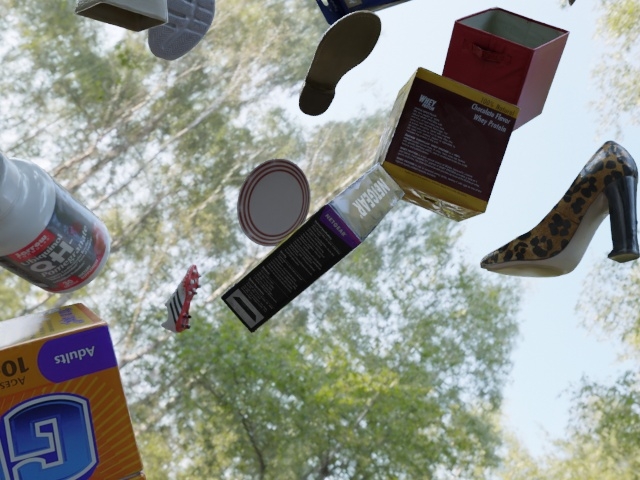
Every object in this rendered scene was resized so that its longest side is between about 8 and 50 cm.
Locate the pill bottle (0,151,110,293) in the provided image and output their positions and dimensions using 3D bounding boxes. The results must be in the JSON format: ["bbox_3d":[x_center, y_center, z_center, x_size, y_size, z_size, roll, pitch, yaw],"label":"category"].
[{"bbox_3d":[-0.514,-0.035,1.181,0.176,0.176,0.318,32,-13,21],"label":"pill bottle"}]

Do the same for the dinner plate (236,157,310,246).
[{"bbox_3d":[-0.072,-0.059,1.070,0.141,0.017,0.141,-5,-99,30],"label":"dinner plate"}]

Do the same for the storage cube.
[{"bbox_3d":[0.379,-0.362,1.438,0.183,0.215,0.193,31,-48,27],"label":"storage cube"}]

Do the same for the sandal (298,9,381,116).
[{"bbox_3d":[0.024,-0.329,1.194,0.088,0.079,0.240,17,-41,-20],"label":"sandal"}]

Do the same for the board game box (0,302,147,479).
[{"bbox_3d":[-0.425,0.302,0.857,0.356,0.356,0.356,-3,-80,66],"label":"board game box"}]

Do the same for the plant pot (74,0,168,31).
[{"bbox_3d":[-0.304,-0.391,1.049,0.109,0.109,0.096,7,-88,49],"label":"plant pot"}]

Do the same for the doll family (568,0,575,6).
[{"bbox_3d":[0.195,-0.283,0.550,0.111,0.076,0.193,28,-57,5],"label":"doll family"}]

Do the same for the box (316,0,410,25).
[{"bbox_3d":[0.089,-0.504,1.304,0.136,0.225,0.036,64,-17,8],"label":"box"}]

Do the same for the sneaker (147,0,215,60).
[{"bbox_3d":[-0.300,-0.539,1.463,0.124,0.321,0.180,23,0,-34],"label":"sneaker"}]

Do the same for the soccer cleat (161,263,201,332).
[{"bbox_3d":[-0.164,0.067,0.798,0.035,0.083,0.029,6,-14,18],"label":"soccer cleat"}]

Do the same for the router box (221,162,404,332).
[{"bbox_3d":[0.000,0.000,0.626,0.133,0.179,0.046,-40,-88,24],"label":"router box"}]

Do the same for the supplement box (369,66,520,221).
[{"bbox_3d":[0.207,-0.161,1.175,0.191,0.194,0.129,21,-8,-6],"label":"supplement box"}]

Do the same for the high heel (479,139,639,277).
[{"bbox_3d":[0.363,-0.043,1.053,0.093,0.186,0.261,22,-24,-40],"label":"high heel"}]
